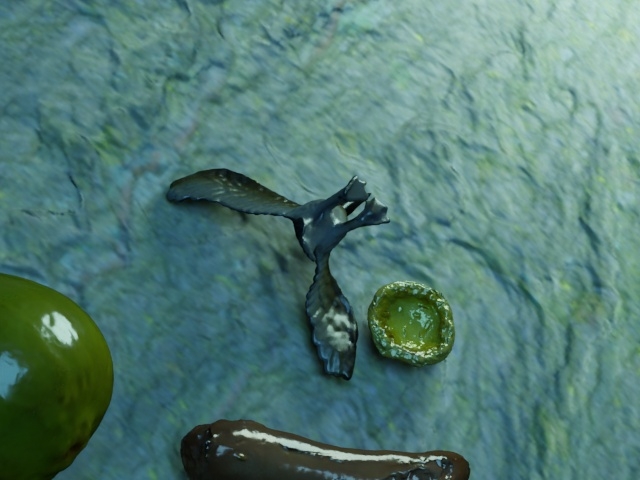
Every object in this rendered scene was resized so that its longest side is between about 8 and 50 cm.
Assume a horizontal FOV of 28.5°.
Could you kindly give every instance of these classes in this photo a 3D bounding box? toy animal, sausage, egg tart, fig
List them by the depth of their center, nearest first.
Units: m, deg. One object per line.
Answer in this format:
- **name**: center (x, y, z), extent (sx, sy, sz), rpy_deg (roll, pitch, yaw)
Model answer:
- **fig**: center (-0.300, 0.125, 1.084), extent (0.230, 0.207, 0.207), rpy_deg (10, 61, 15)
- **sausage**: center (0.009, 0.224, 1.231), extent (0.304, 0.078, 0.078), rpy_deg (12, 64, -19)
- **toy animal**: center (0.011, -0.007, 1.300), extent (0.197, 0.160, 0.272), rpy_deg (-33, 90, -31)
- **egg tart**: center (0.093, 0.091, 1.339), extent (0.105, 0.039, 0.105), rpy_deg (8, 66, -19)
